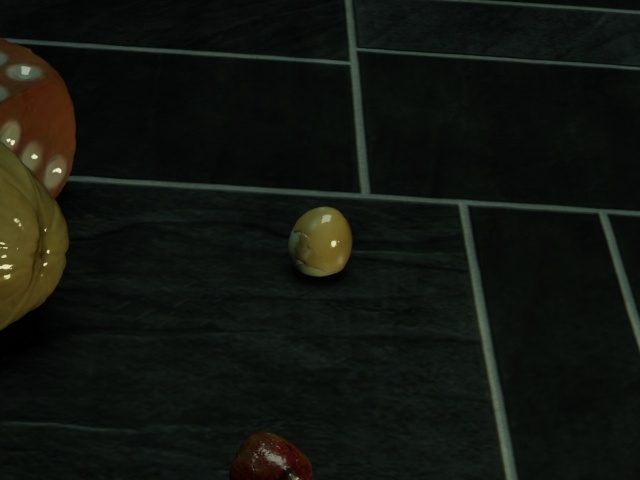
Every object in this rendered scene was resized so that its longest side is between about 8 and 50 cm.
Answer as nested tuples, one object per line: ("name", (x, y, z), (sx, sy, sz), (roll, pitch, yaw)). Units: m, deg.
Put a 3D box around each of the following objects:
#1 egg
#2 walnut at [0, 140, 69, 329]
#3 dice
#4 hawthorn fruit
("egg", (0.000, 0.000, 2.034), (0.071, 0.083, 0.071), (6, 34, -4))
("walnut", (-0.387, -0.009, 1.867), (0.261, 0.225, 0.225), (14, 32, 23))
("dice", (-0.393, -0.125, 2.088), (0.175, 0.179, 0.174), (20, 34, 26))
("hawthorn fruit", (-0.046, 0.213, 1.688), (0.077, 0.077, 0.077), (4, 31, -2))
